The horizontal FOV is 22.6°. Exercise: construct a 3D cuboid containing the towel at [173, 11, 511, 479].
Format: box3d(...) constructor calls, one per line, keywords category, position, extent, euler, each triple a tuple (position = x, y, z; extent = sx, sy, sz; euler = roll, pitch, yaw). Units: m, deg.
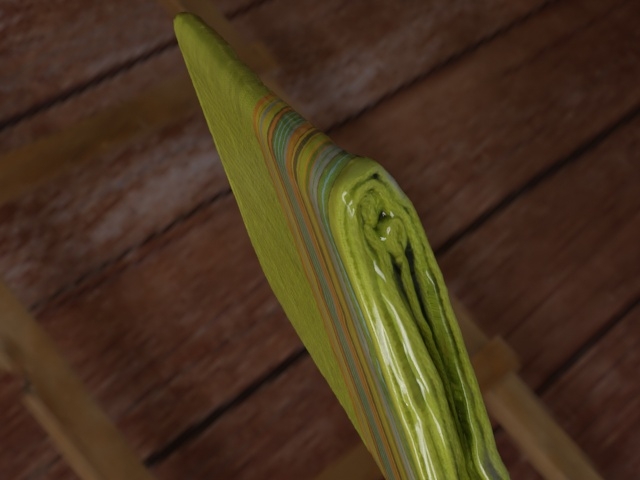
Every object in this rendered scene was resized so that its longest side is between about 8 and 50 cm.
box3d(category="towel", position=(0.000, 0.000, 0.426), extent=(0.021, 0.102, 0.237), euler=(-21, -161, -7))
